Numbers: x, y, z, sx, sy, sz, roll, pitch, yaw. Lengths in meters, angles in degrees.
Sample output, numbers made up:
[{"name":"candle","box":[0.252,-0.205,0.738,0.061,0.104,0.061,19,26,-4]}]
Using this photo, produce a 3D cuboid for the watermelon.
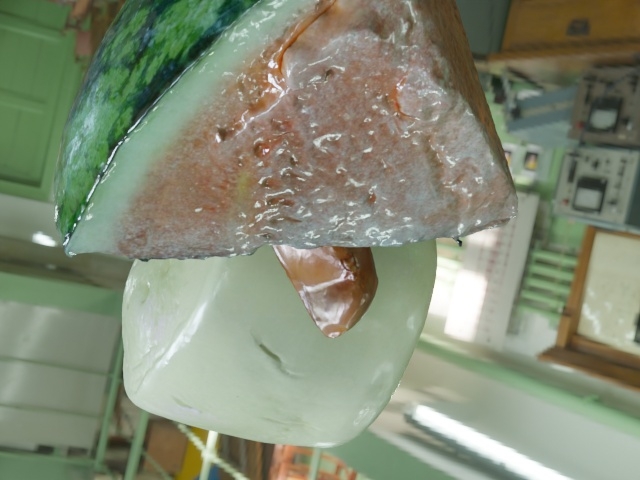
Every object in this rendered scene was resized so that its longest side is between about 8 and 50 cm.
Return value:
[{"name":"watermelon","box":[-0.010,-0.128,0.692,0.293,0.250,0.283,16,139,-44]}]

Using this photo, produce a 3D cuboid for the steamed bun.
[{"name":"steamed bun","box":[-0.076,0.119,1.423,0.371,0.290,0.456,12,144,-21]}]

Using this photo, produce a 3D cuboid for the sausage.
[{"name":"sausage","box":[0.000,0.000,0.978,0.089,0.179,0.089,-21,179,-1]}]
